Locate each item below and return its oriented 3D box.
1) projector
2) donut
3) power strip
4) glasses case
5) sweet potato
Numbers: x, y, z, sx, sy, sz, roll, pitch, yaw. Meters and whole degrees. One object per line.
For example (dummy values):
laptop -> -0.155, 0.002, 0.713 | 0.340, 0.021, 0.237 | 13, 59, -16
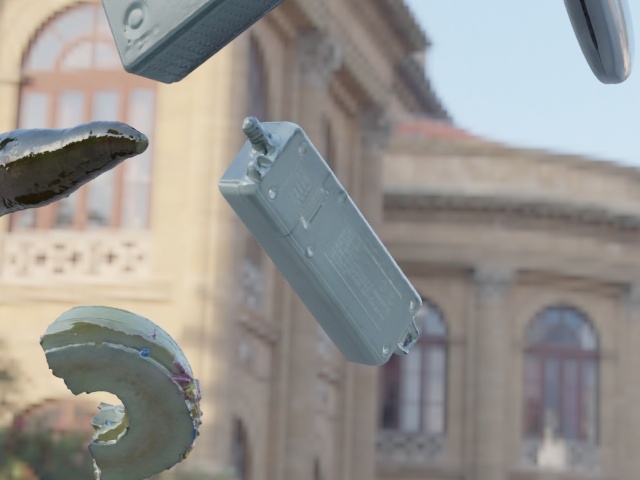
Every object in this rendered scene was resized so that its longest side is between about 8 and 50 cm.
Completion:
projector -> -0.128, -0.319, 2.211 | 0.257, 0.192, 0.099 | -35, -28, 29
donut -> -0.146, 0.116, 1.548 | 0.108, 0.065, 0.166 | -8, -55, 9
power strip -> 0.000, 0.000, 2.007 | 0.058, 0.098, 0.338 | 6, -37, 43
glasses case -> 0.307, -0.285, 2.228 | 0.059, 0.092, 0.233 | -9, -59, 27
sweet potato -> -0.249, -0.070, 1.762 | 0.077, 0.077, 0.244 | 14, -22, -40
